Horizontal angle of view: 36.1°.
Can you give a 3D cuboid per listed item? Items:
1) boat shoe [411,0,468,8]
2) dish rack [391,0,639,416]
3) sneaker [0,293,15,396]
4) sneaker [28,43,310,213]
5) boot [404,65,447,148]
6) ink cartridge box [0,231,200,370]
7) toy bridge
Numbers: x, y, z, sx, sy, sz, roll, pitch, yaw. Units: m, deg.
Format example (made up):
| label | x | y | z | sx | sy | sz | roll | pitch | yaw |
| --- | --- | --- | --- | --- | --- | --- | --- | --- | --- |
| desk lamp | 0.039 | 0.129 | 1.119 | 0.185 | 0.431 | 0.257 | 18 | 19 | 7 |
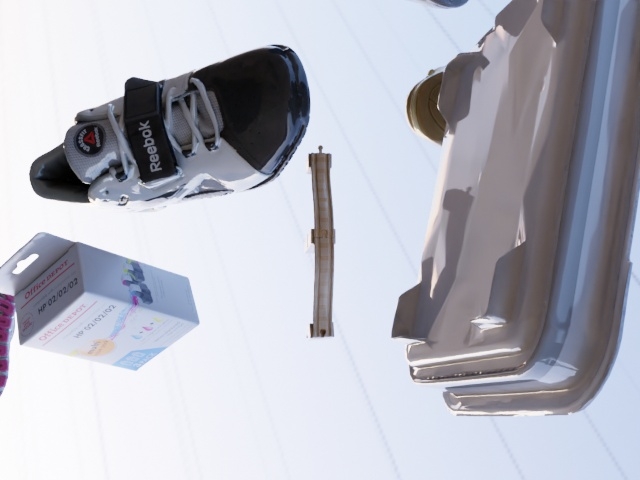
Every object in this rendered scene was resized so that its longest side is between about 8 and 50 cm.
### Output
| label | x | y | z | sx | sy | sz | roll | pitch | yaw |
| --- | --- | --- | --- | --- | --- | --- | --- | --- | --- |
| boat shoe | 0.019 | -0.324 | 1.026 | 0.130 | 0.355 | 0.132 | 17 | -88 | 46 |
| dish rack | 0.136 | -0.042 | 0.726 | 0.285 | 0.072 | 0.333 | 142 | -38 | -73 |
| sneaker | -0.401 | 0.133 | 1.182 | 0.075 | 0.063 | 0.170 | 162 | -62 | -73 |
| sneaker | -0.152 | -0.087 | 0.917 | 0.330 | 0.146 | 0.122 | -22 | -99 | 42 |
| boot | 0.156 | -0.144 | 1.042 | 0.203 | 0.262 | 0.095 | 17 | -67 | 56 |
| ink cartridge box | -0.222 | 0.064 | 0.955 | 0.104 | 0.181 | 0.061 | -37 | -127 | 27 |
| toy bridge | 0.000 | 0.000 | 0.943 | 0.063 | 0.026 | 0.188 | 124 | -35 | -78 |
